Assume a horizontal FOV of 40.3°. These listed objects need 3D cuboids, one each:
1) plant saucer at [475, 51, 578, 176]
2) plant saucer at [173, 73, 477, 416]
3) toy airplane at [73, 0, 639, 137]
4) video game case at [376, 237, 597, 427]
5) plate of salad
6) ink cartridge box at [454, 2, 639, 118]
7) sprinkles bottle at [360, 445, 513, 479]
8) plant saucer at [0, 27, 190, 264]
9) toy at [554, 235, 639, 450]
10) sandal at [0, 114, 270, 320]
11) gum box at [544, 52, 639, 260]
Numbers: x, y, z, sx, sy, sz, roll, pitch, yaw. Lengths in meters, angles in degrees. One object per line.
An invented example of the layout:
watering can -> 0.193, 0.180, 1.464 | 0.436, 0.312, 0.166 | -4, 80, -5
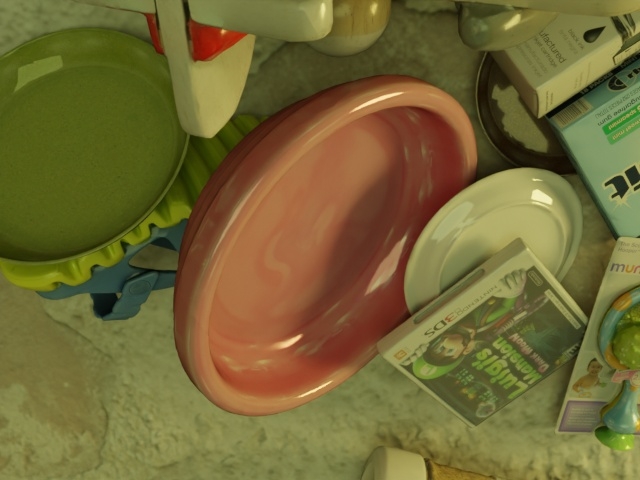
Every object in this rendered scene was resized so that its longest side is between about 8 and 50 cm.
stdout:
plant saucer -> 0.229, -0.145, 0.828 | 0.168, 0.029, 0.169 | 0, 108, 0
plant saucer -> 0.000, 0.000, 0.770 | 0.084, 0.332, 0.332 | 38, 110, 33
toy airplane -> -0.006, -0.223, 0.649 | 0.384, 0.386, 0.272 | -24, 148, -2
video game case -> 0.174, 0.101, 0.873 | 0.173, 0.022, 0.190 | -38, 131, 12
plate of salad -> 0.168, 0.013, 0.857 | 0.199, 0.048, 0.200 | -12, 126, -17
ink cartridge box -> 0.226, -0.220, 0.743 | 0.190, 0.082, 0.140 | -34, 75, 8
sprinkles bottle -> 0.215, 0.322, 0.936 | 0.355, 0.121, 0.121 | 16, 108, -5
plant saucer -> -0.228, -0.083, 0.787 | 0.240, 0.037, 0.241 | -4, 66, 9
toy -> 0.337, 0.117, 0.882 | 0.136, 0.056, 0.237 | 4, 119, -11
sandal -> -0.136, -0.016, 0.843 | 0.317, 0.126, 0.138 | -20, 142, 1
gum box -> 0.319, -0.089, 0.811 | 0.157, 0.041, 0.184 | -33, 125, 10
